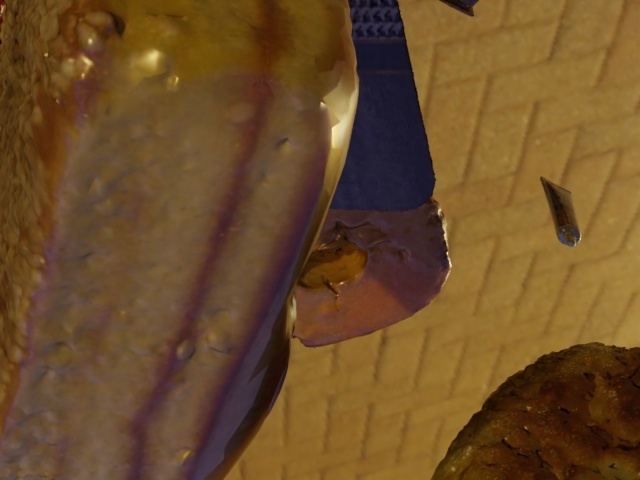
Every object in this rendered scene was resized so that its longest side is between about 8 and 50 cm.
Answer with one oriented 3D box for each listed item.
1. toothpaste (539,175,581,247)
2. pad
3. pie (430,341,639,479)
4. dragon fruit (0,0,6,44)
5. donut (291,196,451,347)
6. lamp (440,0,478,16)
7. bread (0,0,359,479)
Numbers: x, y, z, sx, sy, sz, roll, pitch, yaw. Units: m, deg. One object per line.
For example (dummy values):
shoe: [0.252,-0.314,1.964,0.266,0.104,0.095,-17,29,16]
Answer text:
toothpaste: [0.232,-0.027,1.224,0.037,0.140,0.021,26,115,-9]
pad: [0.023,-0.083,0.554,0.055,0.323,0.250,-48,139,-29]
pie: [0.205,0.153,0.706,0.355,0.288,0.103,-43,128,-36]
dragon fruit: [-0.315,-0.203,1.303,0.240,0.302,0.330,-26,120,-20]
donut: [0.000,0.000,0.904,0.178,0.065,0.162,-7,134,-2]
lamp: [0.263,-0.444,1.708,0.090,0.089,0.325,21,136,-24]
bread: [-0.068,-0.026,0.477,0.111,0.184,0.234,4,134,-19]
